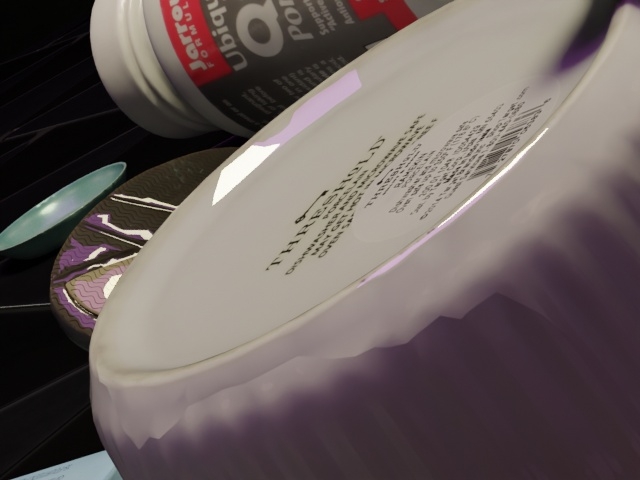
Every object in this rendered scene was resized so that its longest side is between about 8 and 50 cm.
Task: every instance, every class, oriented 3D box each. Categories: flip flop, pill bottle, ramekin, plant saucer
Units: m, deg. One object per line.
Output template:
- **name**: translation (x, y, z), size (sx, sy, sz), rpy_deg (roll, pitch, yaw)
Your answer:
- **flip flop**: translation (0.000, 0.000, 0.848), size (0.112, 0.080, 0.277), rpy_deg (30, 38, 30)
- **pill bottle**: translation (-0.002, -0.164, 1.193), size (0.318, 0.176, 0.176), rpy_deg (-16, 21, 45)
- **ramekin**: translation (0.038, 0.020, 0.474), size (0.207, 0.109, 0.207), rpy_deg (-33, 18, 12)
- **plant saucer**: translation (-0.191, -0.018, 1.392), size (0.119, 0.021, 0.119), rpy_deg (-30, 14, 8)

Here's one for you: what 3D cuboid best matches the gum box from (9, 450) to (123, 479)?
- **gum box**: translation (-0.159, 0.161, 0.717), size (0.157, 0.041, 0.184), rpy_deg (-20, 19, 35)
